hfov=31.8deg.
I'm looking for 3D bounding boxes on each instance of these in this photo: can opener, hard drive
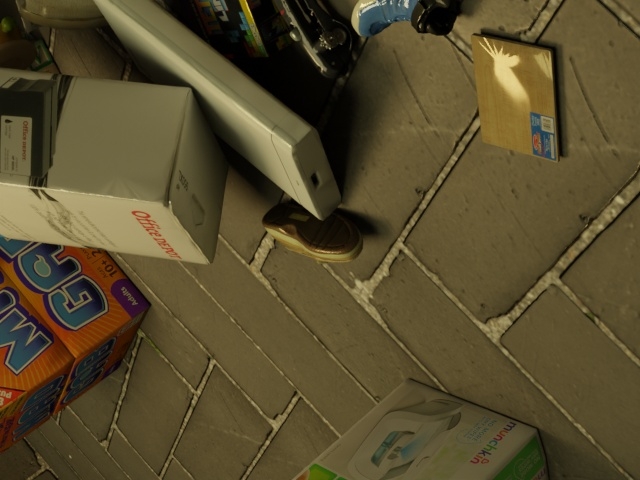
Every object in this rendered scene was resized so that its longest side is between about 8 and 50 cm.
[{"bbox_3d":[-0.025,-0.264,1.277,0.186,0.059,0.073,57,149,-6],"label":"can opener"},{"bbox_3d":[-0.129,-0.182,1.426,0.353,0.047,0.233,40,171,20],"label":"hard drive"}]

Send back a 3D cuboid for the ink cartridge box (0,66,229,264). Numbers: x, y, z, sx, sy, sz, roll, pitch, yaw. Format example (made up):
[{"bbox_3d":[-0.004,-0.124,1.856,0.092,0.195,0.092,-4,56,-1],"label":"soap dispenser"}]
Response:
[{"bbox_3d":[-0.343,-0.099,1.501,0.395,0.166,0.285,7,165,8],"label":"ink cartridge box"}]

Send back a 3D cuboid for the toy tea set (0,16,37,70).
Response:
[{"bbox_3d":[-0.525,-0.259,1.591,0.336,0.200,0.124,-43,71,41],"label":"toy tea set"}]

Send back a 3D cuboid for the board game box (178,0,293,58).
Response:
[{"bbox_3d":[-0.120,-0.307,1.371,0.141,0.048,0.170,6,125,49],"label":"board game box"}]

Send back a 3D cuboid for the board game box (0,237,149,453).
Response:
[{"bbox_3d":[-0.605,0.153,2.160,0.356,0.356,0.356,49,148,8],"label":"board game box"}]

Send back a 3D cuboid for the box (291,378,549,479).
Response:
[{"bbox_3d":[0.127,0.332,1.467,0.231,0.262,0.126,17,133,45],"label":"box"}]

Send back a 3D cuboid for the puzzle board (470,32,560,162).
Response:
[{"bbox_3d":[0.200,-0.146,1.145,0.096,0.011,0.128,21,137,39],"label":"puzzle board"}]

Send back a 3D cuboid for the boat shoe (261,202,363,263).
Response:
[{"bbox_3d":[0.000,0.000,1.510,0.190,0.068,0.072,25,152,53],"label":"boat shoe"}]

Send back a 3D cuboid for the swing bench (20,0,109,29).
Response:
[{"bbox_3d":[-0.351,-0.429,1.444,0.254,0.165,0.253,45,147,12],"label":"swing bench"}]

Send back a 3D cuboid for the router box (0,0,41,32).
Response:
[{"bbox_3d":[-0.523,-0.487,1.691,0.243,0.081,0.308,24,138,38],"label":"router box"}]

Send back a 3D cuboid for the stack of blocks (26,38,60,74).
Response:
[{"bbox_3d":[-0.566,-0.221,1.800,0.087,0.297,0.171,8,127,52],"label":"stack of blocks"}]

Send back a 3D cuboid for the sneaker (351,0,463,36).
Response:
[{"bbox_3d":[0.092,-0.234,1.155,0.084,0.058,0.152,58,143,9],"label":"sneaker"}]
